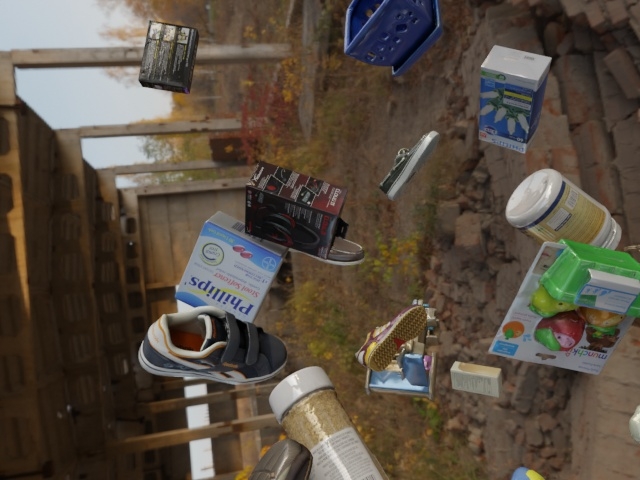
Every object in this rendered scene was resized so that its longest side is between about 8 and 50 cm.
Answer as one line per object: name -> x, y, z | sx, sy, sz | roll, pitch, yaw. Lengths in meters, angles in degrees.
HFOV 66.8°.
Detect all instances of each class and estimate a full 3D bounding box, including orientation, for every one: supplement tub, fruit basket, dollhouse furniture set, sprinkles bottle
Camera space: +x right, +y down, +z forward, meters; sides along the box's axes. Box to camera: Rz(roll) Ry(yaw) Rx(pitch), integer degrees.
supplement tub -> 0.819, -0.070, 1.642 | 0.228, 0.316, 0.228 | -55, 10, 14
fruit basket -> 0.642, 0.187, 1.220 | 0.165, 0.326, 0.353 | -91, 14, -68
dollhouse furniture set -> 0.222, 0.275, 1.391 | 0.303, 0.198, 0.287 | 70, -153, -43
sprinkles bottle -> 0.039, 0.391, 0.824 | 0.355, 0.121, 0.121 | 54, 152, 34

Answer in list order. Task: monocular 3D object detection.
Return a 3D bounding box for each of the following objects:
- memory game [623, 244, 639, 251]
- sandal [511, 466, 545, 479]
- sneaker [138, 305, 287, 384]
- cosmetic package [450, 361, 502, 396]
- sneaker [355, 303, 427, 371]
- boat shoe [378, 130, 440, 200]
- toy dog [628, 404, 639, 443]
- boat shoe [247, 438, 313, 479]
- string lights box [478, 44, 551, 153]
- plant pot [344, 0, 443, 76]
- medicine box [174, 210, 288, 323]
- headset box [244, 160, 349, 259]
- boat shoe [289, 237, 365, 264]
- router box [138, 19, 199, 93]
memory game -> 0.917, 0.019, 1.292 | 0.186, 0.186, 0.012 | 150, 121, -78
sandal -> 0.250, 0.490, 0.739 | 0.138, 0.126, 0.318 | 22, 90, 44
sneaker -> -0.197, 0.218, 1.005 | 0.127, 0.321, 0.126 | -58, 38, 35
cosmetic package -> 0.384, 0.341, 1.195 | 0.041, 0.115, 0.060 | -33, -60, -51
sneaker -> 0.152, 0.202, 1.064 | 0.070, 0.185, 0.084 | 58, 160, -19
boat shoe -> 0.230, -0.208, 1.294 | 0.070, 0.077, 0.219 | 45, 121, 19
toy dog -> 0.906, 0.359, 0.944 | 0.285, 0.395, 0.408 | -71, 18, -4
boat shoe -> -0.073, 0.467, 0.702 | 0.132, 0.130, 0.356 | -165, 95, -78
string lights box -> 0.467, -0.338, 1.187 | 0.133, 0.077, 0.260 | 26, 162, 27
plant pot -> 0.218, -0.637, 1.400 | 0.236, 0.212, 0.236 | -39, 38, 47
medicine box -> -0.280, 0.098, 1.559 | 0.149, 0.263, 0.289 | -70, 6, -73
headset box -> -0.060, -0.077, 1.383 | 0.218, 0.293, 0.110 | 104, -174, -53
boat shoe -> 0.000, 0.000, 1.638 | 0.116, 0.324, 0.097 | -36, -44, -57
router box -> -0.416, -0.504, 1.337 | 0.046, 0.133, 0.179 | 127, 151, -82
